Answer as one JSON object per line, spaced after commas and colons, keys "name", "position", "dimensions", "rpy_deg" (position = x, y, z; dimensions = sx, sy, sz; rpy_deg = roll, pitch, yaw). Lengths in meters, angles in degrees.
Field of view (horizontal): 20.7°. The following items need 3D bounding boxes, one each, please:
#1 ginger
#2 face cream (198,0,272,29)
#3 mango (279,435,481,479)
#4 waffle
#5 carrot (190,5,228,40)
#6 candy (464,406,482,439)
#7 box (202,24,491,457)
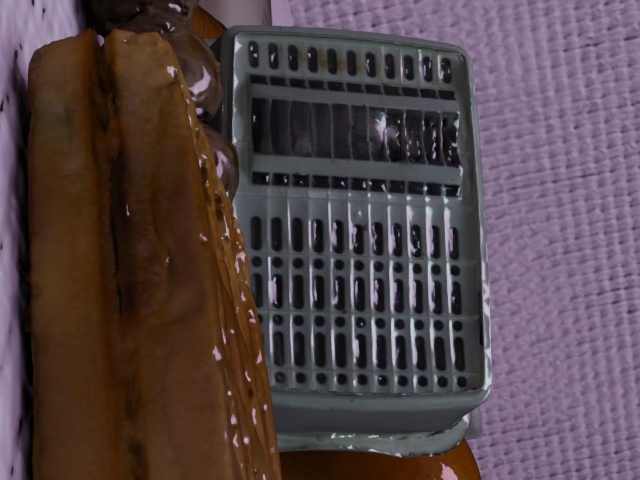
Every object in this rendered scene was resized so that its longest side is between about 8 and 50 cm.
{"name": "ginger", "position": [-0.101, -0.102, 1.084], "dimensions": [0.104, 0.080, 0.204], "rpy_deg": [122, -40, -64]}
{"name": "face cream", "position": [-0.078, -0.142, 1.550], "dimensions": [0.348, 0.081, 0.173], "rpy_deg": [-96, 180, -51]}
{"name": "mango", "position": [0.008, 0.158, 1.327], "dimensions": [0.254, 0.139, 0.175], "rpy_deg": [38, 20, 28]}
{"name": "waffle", "position": [-0.079, 0.075, 0.876], "dimensions": [0.224, 0.098, 0.328], "rpy_deg": [78, 5, -57]}
{"name": "carrot", "position": [-0.105, -0.148, 1.298], "dimensions": [0.225, 0.067, 0.067], "rpy_deg": [38, 42, -81]}
{"name": "candy", "position": [0.030, 0.071, 1.663], "dimensions": [0.359, 0.208, 0.145], "rpy_deg": [-90, 168, -67]}
{"name": "box", "position": [0.000, 0.000, 1.188], "dimensions": [0.166, 0.220, 0.291], "rpy_deg": [142, -51, -65]}
